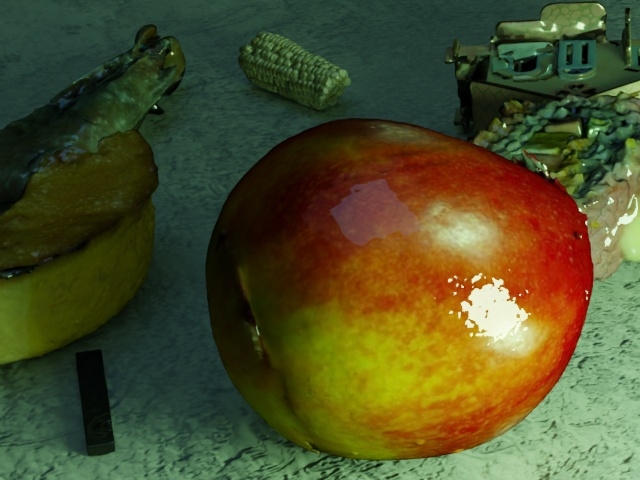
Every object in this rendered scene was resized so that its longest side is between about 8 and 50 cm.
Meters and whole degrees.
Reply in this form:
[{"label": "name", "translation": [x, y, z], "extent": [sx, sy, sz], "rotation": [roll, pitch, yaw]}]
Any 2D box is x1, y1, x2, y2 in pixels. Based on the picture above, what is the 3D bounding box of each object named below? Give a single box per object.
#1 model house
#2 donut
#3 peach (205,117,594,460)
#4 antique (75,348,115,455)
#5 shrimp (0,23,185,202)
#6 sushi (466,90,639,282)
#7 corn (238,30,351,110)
[{"label": "model house", "translation": [0.316, -0.183, 2.141], "extent": [0.326, 0.169, 0.244], "rotation": [-1, 31, 11]}, {"label": "donut", "translation": [-0.408, 0.012, 1.970], "extent": [0.435, 0.164, 0.378], "rotation": [5, 32, 17]}, {"label": "peach", "translation": [0.078, 0.042, 1.600], "extent": [0.370, 0.370, 0.370], "rotation": [-6, 29, 3]}, {"label": "antique", "translation": [-0.242, 0.171, 1.785], "extent": [0.031, 0.015, 0.192], "rotation": [-11, 29, -7]}, {"label": "shrimp", "translation": [-0.337, -0.173, 2.362], "extent": [0.221, 0.110, 0.445], "rotation": [3, 33, 36]}, {"label": "sushi", "translation": [0.287, -0.045, 1.895], "extent": [0.236, 0.171, 0.270], "rotation": [13, 37, 32]}, {"label": "corn", "translation": [-0.033, -0.241, 2.426], "extent": [0.087, 0.087, 0.211], "rotation": [-27, 40, -31]}]
